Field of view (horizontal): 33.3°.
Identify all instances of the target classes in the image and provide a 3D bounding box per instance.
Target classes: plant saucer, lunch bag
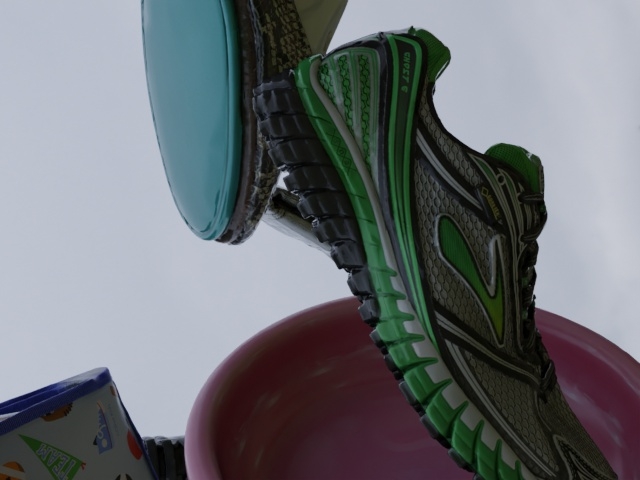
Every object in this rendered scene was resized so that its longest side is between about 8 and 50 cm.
[{"bbox_3d":[0.076,0.152,0.731,0.332,0.332,0.084,-51,-34,-54],"label":"plant saucer"},{"bbox_3d":[-0.350,0.357,1.211,0.385,0.239,0.327,-24,-84,-38],"label":"lunch bag"}]

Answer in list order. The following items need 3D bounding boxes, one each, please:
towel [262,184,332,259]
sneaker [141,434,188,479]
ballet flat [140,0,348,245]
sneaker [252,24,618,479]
[{"bbox_3d":[0.000,0.000,1.431,0.324,0.312,0.056,27,-94,-26],"label":"towel"},{"bbox_3d":[-0.168,0.312,1.504,0.147,0.296,0.104,8,-111,-48],"label":"sneaker"},{"bbox_3d":[-0.071,-0.236,0.788,0.182,0.164,0.482,-28,-63,-27],"label":"ballet flat"},{"bbox_3d":[0.094,0.020,0.666,0.343,0.146,0.134,61,-173,2],"label":"sneaker"}]
